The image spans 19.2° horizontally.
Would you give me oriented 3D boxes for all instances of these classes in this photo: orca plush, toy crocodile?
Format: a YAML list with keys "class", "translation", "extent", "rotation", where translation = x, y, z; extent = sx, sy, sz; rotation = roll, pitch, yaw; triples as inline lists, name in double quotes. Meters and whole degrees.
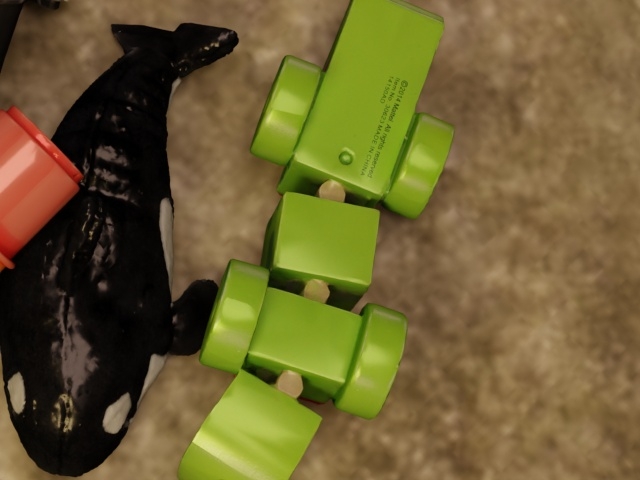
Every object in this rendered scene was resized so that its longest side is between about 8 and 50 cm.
- class: "orca plush"
  translation: [-0.115, -0.008, 1.112]
  extent: [0.151, 0.102, 0.287]
  rotation: [28, 73, -3]
- class: "toy crocodile"
  translation: [0.000, 0.000, 1.142]
  extent: [0.115, 0.105, 0.341]
  rotation: [18, 70, -7]

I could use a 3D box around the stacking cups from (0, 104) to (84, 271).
- class: "stacking cups"
  translation: [-0.258, 0.059, 1.038]
  extent: [0.316, 0.096, 0.096]
  rotation: [-43, 87, -4]

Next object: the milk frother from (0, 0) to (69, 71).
- class: "milk frother"
  translation: [-0.214, -0.100, 1.126]
  extent: [0.143, 0.129, 0.135]
  rotation: [7, 112, -37]
